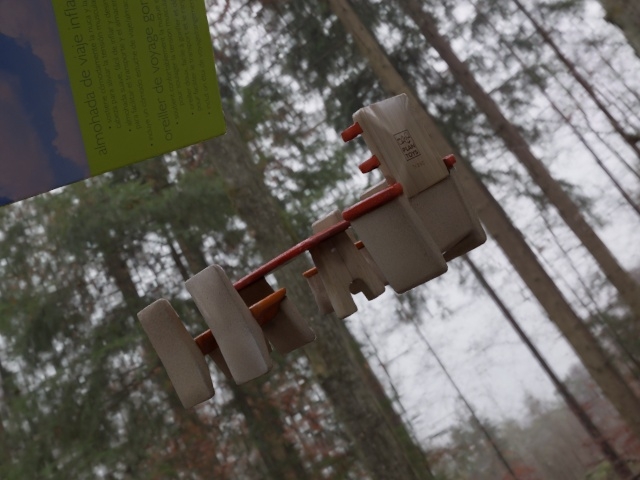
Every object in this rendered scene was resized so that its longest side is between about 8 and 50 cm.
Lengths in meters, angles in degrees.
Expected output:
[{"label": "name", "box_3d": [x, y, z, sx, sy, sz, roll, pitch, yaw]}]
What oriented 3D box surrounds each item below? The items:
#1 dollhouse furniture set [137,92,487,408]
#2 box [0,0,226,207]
[{"label": "dollhouse furniture set", "box_3d": [0.000, 0.000, 0.683, 0.259, 0.135, 0.262, -30, -1, 41]}, {"label": "box", "box_3d": [-0.134, -0.081, 0.381, 0.178, 0.042, 0.109, -25, -61, -36]}]
